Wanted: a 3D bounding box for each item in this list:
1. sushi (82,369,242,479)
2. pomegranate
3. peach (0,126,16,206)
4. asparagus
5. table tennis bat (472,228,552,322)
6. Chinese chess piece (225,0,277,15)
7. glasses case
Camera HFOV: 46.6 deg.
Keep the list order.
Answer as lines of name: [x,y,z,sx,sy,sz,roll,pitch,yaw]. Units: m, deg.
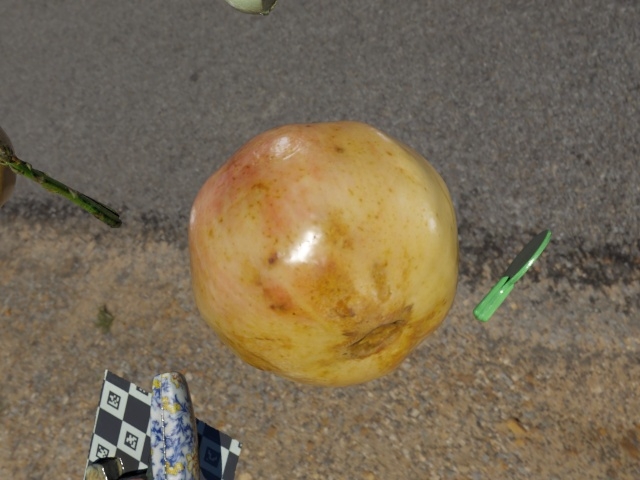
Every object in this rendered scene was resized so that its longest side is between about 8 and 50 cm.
sushi: [-0.346,0.482,1.440,0.343,0.064,0.359,22,105,24]
pomegranate: [0.000,0.000,0.883,0.338,0.338,0.338,-17,51,22]
peach: [-0.516,-0.080,0.962,0.251,0.153,0.251,-12,38,9]
asparagus: [-0.277,-0.058,0.780,0.022,0.233,0.023,18,78,21]
table tennis bat: [0.426,0.077,1.639,0.039,0.160,0.257,40,83,4]
Chinese chess piece: [-0.076,-0.354,0.921,0.058,0.144,0.144,15,63,3]
glasses case: [-0.236,0.339,1.209,0.065,0.087,0.248,-14,68,13]
